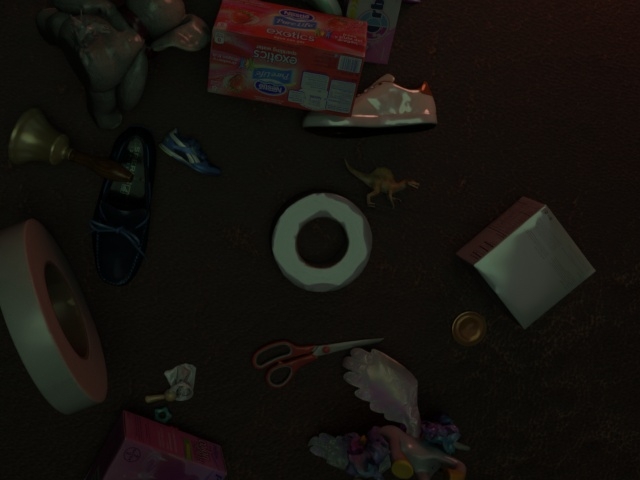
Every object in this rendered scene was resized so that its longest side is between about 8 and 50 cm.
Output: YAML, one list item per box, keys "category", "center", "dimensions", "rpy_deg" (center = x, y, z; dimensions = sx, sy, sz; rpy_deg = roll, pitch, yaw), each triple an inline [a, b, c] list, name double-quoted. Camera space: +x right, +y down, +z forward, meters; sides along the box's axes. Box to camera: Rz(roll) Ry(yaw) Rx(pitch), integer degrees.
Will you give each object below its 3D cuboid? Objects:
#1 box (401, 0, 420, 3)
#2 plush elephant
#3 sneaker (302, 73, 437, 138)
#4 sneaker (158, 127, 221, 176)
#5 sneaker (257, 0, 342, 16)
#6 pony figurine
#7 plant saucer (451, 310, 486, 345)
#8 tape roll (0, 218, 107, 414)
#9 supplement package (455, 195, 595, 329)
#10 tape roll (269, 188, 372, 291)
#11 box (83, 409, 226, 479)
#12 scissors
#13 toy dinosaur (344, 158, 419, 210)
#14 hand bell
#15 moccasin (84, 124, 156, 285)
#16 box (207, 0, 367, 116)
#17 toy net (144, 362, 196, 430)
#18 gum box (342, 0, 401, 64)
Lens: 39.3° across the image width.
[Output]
- category: "box"
  center: [0.124, -0.652, 1.861]
  dimensions: [0.201, 0.057, 0.293]
  rpy_deg: [5, 99, -9]
- category: "plush elephant"
  center: [-0.375, -0.413, 1.746]
  dimensions: [0.255, 0.330, 0.272]
  rpy_deg: [-34, 95, -19]
- category: "sneaker"
  center: [0.100, -0.288, 1.912]
  dimensions: [0.290, 0.106, 0.123]
  rpy_deg: [-5, 84, -10]
- category: "sneaker"
  center: [-0.268, -0.184, 1.894]
  dimensions: [0.144, 0.053, 0.059]
  rpy_deg: [31, 92, -12]
- category: "sneaker"
  center: [-0.086, -0.506, 1.839]
  dimensions: [0.256, 0.094, 0.151]
  rpy_deg: [41, 87, -2]
- category: "pony figurine"
  center: [0.162, 0.444, 1.942]
  dimensions: [0.351, 0.363, 0.303]
  rpy_deg: [23, 106, 4]
- category: "plant saucer"
  center: [0.342, 0.203, 2.061]
  dimensions: [0.083, 0.013, 0.083]
  rpy_deg: [-1, 100, -7]
- category: "tape roll"
  center: [-0.523, 0.148, 1.750]
  dimensions: [0.072, 0.392, 0.392]
  rpy_deg: [-21, 102, -4]
- category: "supplement package"
  center: [0.448, 0.046, 1.978]
  dimensions: [0.203, 0.149, 0.194]
  rpy_deg: [-40, 102, 1]
- category: "tape roll"
  center: [0.000, 0.000, 1.951]
  dimensions: [0.219, 0.072, 0.219]
  rpy_deg: [-1, 100, -8]
- category: "box"
  center: [-0.363, 0.519, 1.937]
  dimensions: [0.243, 0.117, 0.213]
  rpy_deg: [26, 102, -23]
- category: "scissors"
  center: [-0.008, 0.241, 2.017]
  dimensions: [0.297, 0.021, 0.109]
  rpy_deg: [-23, 102, -2]
- category: "toy dinosaur"
  center: [0.123, -0.119, 1.966]
  dimensions: [0.183, 0.053, 0.093]
  rpy_deg: [13, 82, -17]
- category: "hand bell"
  center: [-0.484, -0.167, 1.795]
  dimensions: [0.242, 0.126, 0.126]
  rpy_deg: [22, 97, 8]
- category: "moccasin"
  center: [-0.419, -0.069, 1.860]
  dimensions: [0.137, 0.117, 0.342]
  rpy_deg: [4, 99, -8]
- category: "box"
  center: [-0.066, -0.368, 1.797]
  dimensions: [0.300, 0.142, 0.154]
  rpy_deg: [9, 133, -3]
- category: "toy net"
  center: [-0.340, 0.381, 1.986]
  dimensions: [0.122, 0.045, 0.232]
  rpy_deg: [38, 93, -12]
- category: "gum box"
  center: [0.102, -0.465, 1.847]
  dimensions: [0.107, 0.062, 0.188]
  rpy_deg: [5, 128, -8]
